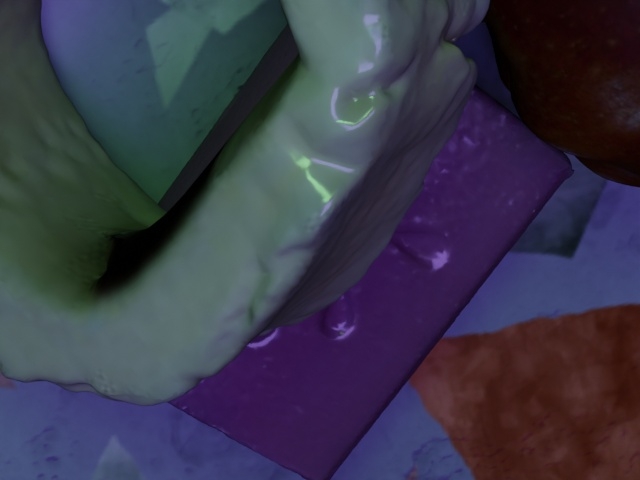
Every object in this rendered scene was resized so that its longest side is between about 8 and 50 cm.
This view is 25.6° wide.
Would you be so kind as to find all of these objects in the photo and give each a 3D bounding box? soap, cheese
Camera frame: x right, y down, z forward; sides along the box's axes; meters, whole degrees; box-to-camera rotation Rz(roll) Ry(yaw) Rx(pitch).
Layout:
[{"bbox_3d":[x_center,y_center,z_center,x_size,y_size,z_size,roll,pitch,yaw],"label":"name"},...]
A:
[{"bbox_3d":[0.001,0.001,0.836,0.181,0.081,0.259,34,98,-23],"label":"soap"},{"bbox_3d":[-0.075,-0.100,0.657,0.292,0.153,0.332,47,120,6],"label":"cheese"}]

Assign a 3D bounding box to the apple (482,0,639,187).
[{"bbox_3d":[0.211,-0.181,0.718,0.317,0.288,0.288,-35,115,13],"label":"apple"}]
